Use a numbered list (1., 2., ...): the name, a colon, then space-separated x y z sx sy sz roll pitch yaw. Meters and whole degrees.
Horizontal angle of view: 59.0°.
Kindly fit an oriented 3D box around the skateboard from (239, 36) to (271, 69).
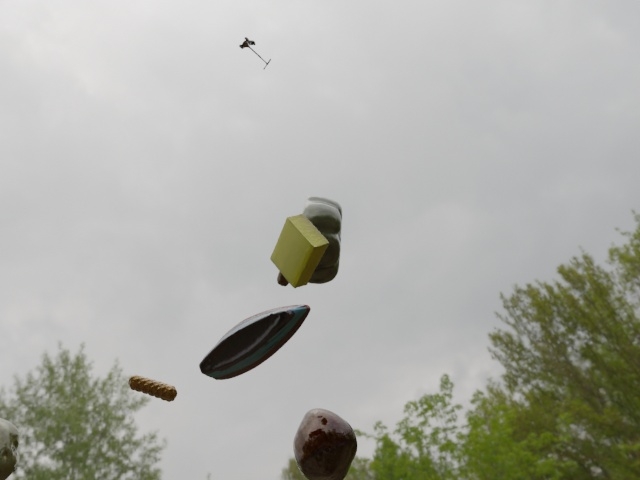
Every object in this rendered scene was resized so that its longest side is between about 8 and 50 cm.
1. skateboard: -0.152 -0.460 1.386 0.083 0.064 0.032 45 -63 2

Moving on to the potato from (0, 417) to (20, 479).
1. potato: -0.626 0.356 0.950 0.235 0.177 0.160 5 -51 2

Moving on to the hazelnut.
1. hazelnut: 0.000 0.660 1.811 0.218 0.218 0.233 6 -70 -24

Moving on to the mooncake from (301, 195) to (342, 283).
1. mooncake: 0.000 0.000 1.745 0.135 0.274 0.274 6 -42 4

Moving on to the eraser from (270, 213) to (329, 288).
1. eraser: -0.046 0.023 1.172 0.045 0.097 0.122 -14 -40 -43

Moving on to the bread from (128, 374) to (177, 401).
1. bread: -0.519 0.457 1.750 0.157 0.044 0.052 16 -71 4

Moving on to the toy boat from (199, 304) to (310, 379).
1. toy boat: -0.190 0.276 1.564 0.392 0.136 0.079 -35 -21 28

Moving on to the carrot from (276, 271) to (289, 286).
1. carrot: -0.099 0.062 1.888 0.047 0.047 0.190 18 -88 -34
